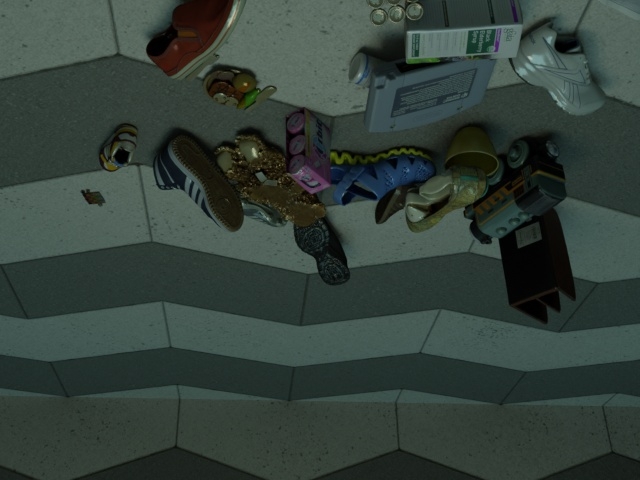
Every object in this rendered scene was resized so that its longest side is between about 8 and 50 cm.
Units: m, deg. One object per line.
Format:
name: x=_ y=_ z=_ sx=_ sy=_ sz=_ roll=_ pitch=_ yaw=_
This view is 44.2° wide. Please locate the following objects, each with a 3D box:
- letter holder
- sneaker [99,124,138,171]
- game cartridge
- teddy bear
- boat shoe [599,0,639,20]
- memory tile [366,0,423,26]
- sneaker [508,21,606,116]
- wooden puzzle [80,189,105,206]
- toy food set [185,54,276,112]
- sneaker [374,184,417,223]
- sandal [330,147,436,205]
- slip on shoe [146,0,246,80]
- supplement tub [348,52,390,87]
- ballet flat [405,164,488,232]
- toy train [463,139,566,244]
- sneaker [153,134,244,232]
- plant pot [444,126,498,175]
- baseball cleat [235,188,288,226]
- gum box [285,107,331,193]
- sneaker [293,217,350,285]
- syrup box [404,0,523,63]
letter holder: x=0.644 y=0.065 z=2.285 sx=0.152 sy=0.301 sz=0.214 roll=-27 pitch=140 yaw=35
sneaker: x=-0.521 y=-0.214 z=2.007 sx=0.070 sy=0.083 sz=0.185 roll=15 pitch=145 yaw=-24
game cartridge: x=0.241 y=-0.339 z=1.772 sx=0.297 sy=0.062 sz=0.198 roll=-17 pitch=155 yaw=-15
teddy bear: x=-0.125 y=-0.170 z=2.092 sx=0.338 sy=0.113 sz=0.245 roll=24 pitch=135 yaw=-22
boat shoe: x=0.607 y=-0.503 z=1.594 sx=0.184 sy=0.066 sz=0.063 roll=18 pitch=130 yaw=-24
memory tile: x=0.143 y=-0.504 z=1.570 sx=0.113 sy=0.012 sz=0.148 roll=-8 pitch=122 yaw=11
sneaker: x=0.552 y=-0.376 z=1.759 sx=0.297 sy=0.111 sz=0.129 roll=22 pitch=136 yaw=-34
wooden puzzle: x=-0.640 y=-0.120 z=2.230 sx=0.049 sy=0.006 sz=0.083 roll=-5 pitch=148 yaw=6
toy food set: x=-0.210 y=-0.352 z=1.835 sx=0.192 sy=0.038 sz=0.132 roll=24 pitch=141 yaw=-34
sneaker: x=0.212 y=-0.101 z=2.229 sx=0.071 sy=0.066 sz=0.188 roll=7 pitch=148 yaw=-15
sandal: x=0.147 y=-0.158 z=2.070 sx=0.318 sy=0.138 sz=0.126 roll=-5 pitch=146 yaw=4
slip on shoe: x=-0.251 y=-0.445 z=1.618 sx=0.101 sy=0.123 sz=0.331 roll=27 pitch=144 yaw=-31
supplement tub: x=0.124 y=-0.375 z=1.777 sx=0.107 sy=0.071 sz=0.071 roll=13 pitch=146 yaw=-21
ballet flat: x=0.286 y=-0.110 z=2.024 sx=0.123 sy=0.123 sz=0.348 roll=14 pitch=159 yaw=-23
toy train: x=0.504 y=-0.124 z=2.081 sx=0.142 sy=0.190 sz=0.334 roll=18 pitch=144 yaw=-26
sneaker: x=-0.321 y=-0.131 z=2.044 sx=0.153 sy=0.099 sz=0.282 roll=-20 pitch=109 yaw=47
plant pot: x=0.379 y=-0.229 z=1.990 sx=0.134 sy=0.095 sz=0.134 roll=3 pitch=154 yaw=1
baseball cleat: x=-0.193 y=-0.090 z=2.250 sx=0.206 sy=0.072 sz=0.109 roll=31 pitch=150 yaw=-34
gum box: x=-0.030 y=-0.214 z=1.921 sx=0.062 sy=0.188 sz=0.107 roll=-21 pitch=144 yaw=29
sneaker: x=0.000 y=0.000 z=2.352 sx=0.109 sy=0.130 sz=0.286 roll=-17 pitch=123 yaw=13
syrup box: x=0.295 y=-0.442 z=1.650 sx=0.237 sy=0.096 sz=0.093 roll=-2 pitch=148 yaw=3
